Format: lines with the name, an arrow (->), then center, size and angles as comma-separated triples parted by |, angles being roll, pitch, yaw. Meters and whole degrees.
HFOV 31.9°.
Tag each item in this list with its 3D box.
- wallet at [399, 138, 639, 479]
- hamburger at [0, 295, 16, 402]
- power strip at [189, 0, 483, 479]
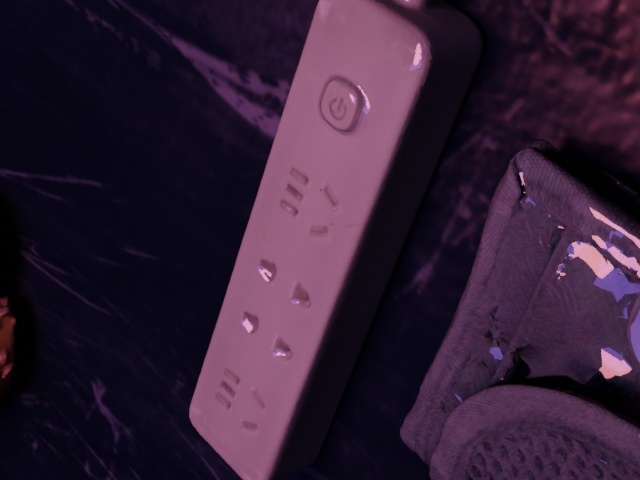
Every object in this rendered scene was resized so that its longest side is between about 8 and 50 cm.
wallet -> 0.186, 0.133, 0.558 | 0.342, 0.075, 0.237 | 41, 131, 30
hamburger -> -0.512, 0.096, 1.122 | 0.445, 0.287, 0.268 | -2, 103, 49
power strip -> 0.000, 0.000, 0.715 | 0.091, 0.062, 0.385 | 40, 128, 28
